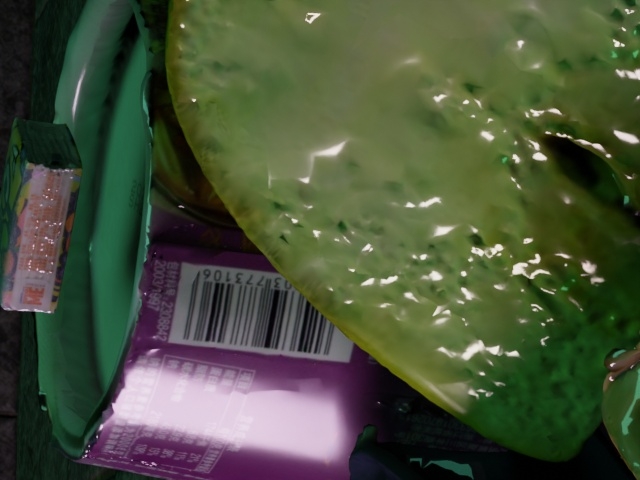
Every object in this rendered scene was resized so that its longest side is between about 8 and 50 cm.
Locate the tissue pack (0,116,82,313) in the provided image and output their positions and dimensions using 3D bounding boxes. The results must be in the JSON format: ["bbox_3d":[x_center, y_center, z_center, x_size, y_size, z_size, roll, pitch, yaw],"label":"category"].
[{"bbox_3d":[-0.145,-0.013,0.883,0.063,0.035,0.083,-122,43,-60],"label":"tissue pack"}]

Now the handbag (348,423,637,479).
[{"bbox_3d":[0.113,0.266,0.711,0.329,0.122,0.303,-133,42,-60],"label":"handbag"}]

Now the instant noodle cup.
[{"bbox_3d":[0.000,0.000,0.921,0.340,0.266,0.339,-175,90,-71],"label":"instant noodle cup"}]

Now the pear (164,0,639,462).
[{"bbox_3d":[0.066,-0.100,0.681,0.286,0.282,0.176,-57,7,34],"label":"pear"}]

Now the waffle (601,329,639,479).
[{"bbox_3d":[0.230,0.003,0.423,0.376,0.114,0.261,-61,38,35],"label":"waffle"}]
